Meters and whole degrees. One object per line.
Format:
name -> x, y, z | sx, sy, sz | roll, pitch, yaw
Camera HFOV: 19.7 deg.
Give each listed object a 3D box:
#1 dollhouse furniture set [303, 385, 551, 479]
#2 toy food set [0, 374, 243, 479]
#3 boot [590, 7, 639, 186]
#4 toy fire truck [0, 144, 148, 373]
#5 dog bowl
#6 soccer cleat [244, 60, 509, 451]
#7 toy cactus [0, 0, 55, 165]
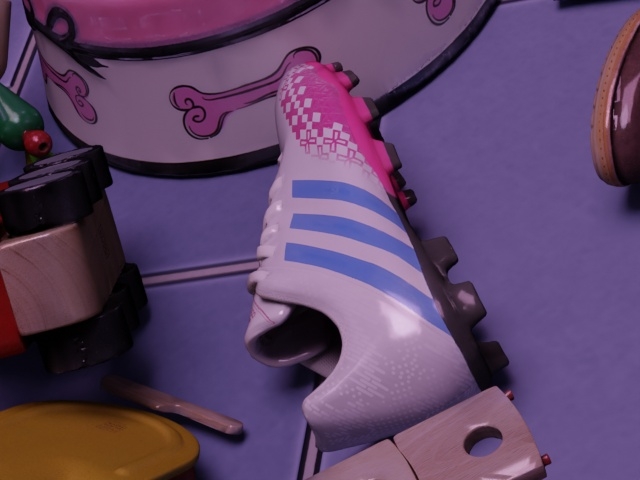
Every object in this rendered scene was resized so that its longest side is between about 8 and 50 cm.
dollhouse furniture set -> 0.088, 0.196, 0.927 | 0.129, 0.129, 0.183 | -27, 40, -1
toy food set -> -0.143, 0.149, 1.115 | 0.128, 0.071, 0.218 | 14, 14, 25
boot -> 0.305, -0.116, 1.171 | 0.207, 0.090, 0.248 | 11, 49, 38
toy fire truck -> -0.246, 0.051, 1.203 | 0.246, 0.158, 0.217 | -15, 10, 1
dog bowl -> -0.061, -0.245, 1.453 | 0.408, 0.150, 0.408 | -14, 43, 13
soccer cleat -> 0.000, 0.000, 1.188 | 0.143, 0.116, 0.331 | -26, 41, 0
toy cactus -> -0.284, -0.103, 1.419 | 0.219, 0.112, 0.180 | 17, 96, 27
